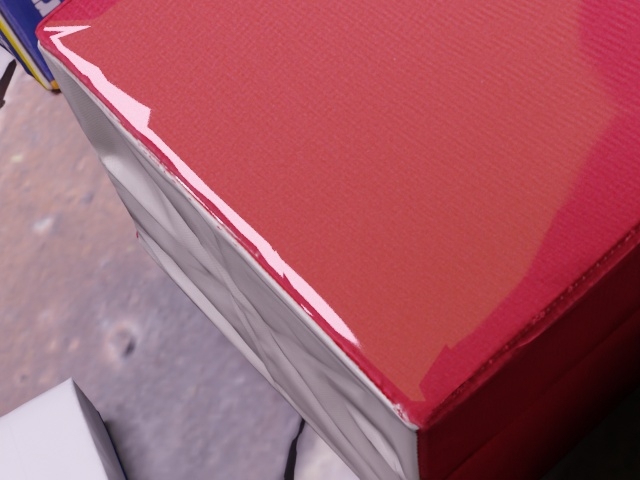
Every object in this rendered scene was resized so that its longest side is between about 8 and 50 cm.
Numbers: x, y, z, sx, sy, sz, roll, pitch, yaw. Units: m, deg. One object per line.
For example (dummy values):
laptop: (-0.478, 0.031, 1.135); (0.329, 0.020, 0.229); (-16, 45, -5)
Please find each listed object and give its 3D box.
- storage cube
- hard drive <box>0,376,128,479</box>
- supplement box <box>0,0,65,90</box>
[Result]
storage cube: (0.045, -0.035, 0.640); (0.193, 0.183, 0.215); (-42, 70, -11)
hard drive: (-0.199, 0.208, 0.683); (0.319, 0.040, 0.210); (-29, 47, 0)
supplement box: (-0.094, -0.286, 0.934); (0.356, 0.195, 0.194); (-43, 48, -12)
